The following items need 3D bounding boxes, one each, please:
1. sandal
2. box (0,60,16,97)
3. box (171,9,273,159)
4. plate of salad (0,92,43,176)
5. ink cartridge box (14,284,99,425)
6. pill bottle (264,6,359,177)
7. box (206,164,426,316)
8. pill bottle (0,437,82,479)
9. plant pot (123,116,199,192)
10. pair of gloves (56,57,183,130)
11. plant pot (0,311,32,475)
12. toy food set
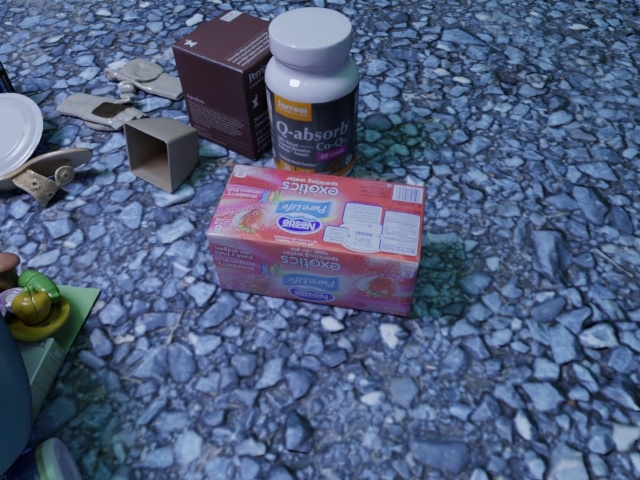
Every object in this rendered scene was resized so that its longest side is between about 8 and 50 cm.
[{"bbox_3d":[-0.521,-0.096,0.952,0.240,0.088,0.079,-15,82,-3],"label":"sandal"},{"bbox_3d":[-0.752,-0.325,1.067,0.220,0.175,0.051,1,47,2],"label":"box"},{"bbox_3d":[-0.154,-0.301,1.021,0.167,0.203,0.168,26,55,21],"label":"box"},{"bbox_3d":[-0.632,-0.200,1.029,0.200,0.048,0.199,-3,70,8],"label":"plate of salad"},{"bbox_3d":[-0.445,0.144,0.745,0.171,0.056,0.235,5,52,6],"label":"ink cartridge box"},{"bbox_3d":[-0.013,-0.242,0.919,0.162,0.278,0.162,-1,50,1],"label":"pill bottle"},{"bbox_3d":[0.000,0.000,0.801,0.300,0.142,0.154,7,50,7],"label":"box"},{"bbox_3d":[-0.361,0.303,0.581,0.169,0.094,0.094,-26,54,-19],"label":"pill bottle"},{"bbox_3d":[-0.288,-0.172,0.983,0.109,0.109,0.096,26,42,21],"label":"plant pot"},{"bbox_3d":[-0.426,-0.325,1.151,0.204,0.042,0.240,25,53,21],"label":"pair of gloves"},{"bbox_3d":[-0.443,0.166,0.522,0.293,0.235,0.293,-26,14,7],"label":"plant pot"},{"bbox_3d":[-0.457,0.069,0.751,0.218,0.071,0.128,22,34,31],"label":"toy food set"}]
